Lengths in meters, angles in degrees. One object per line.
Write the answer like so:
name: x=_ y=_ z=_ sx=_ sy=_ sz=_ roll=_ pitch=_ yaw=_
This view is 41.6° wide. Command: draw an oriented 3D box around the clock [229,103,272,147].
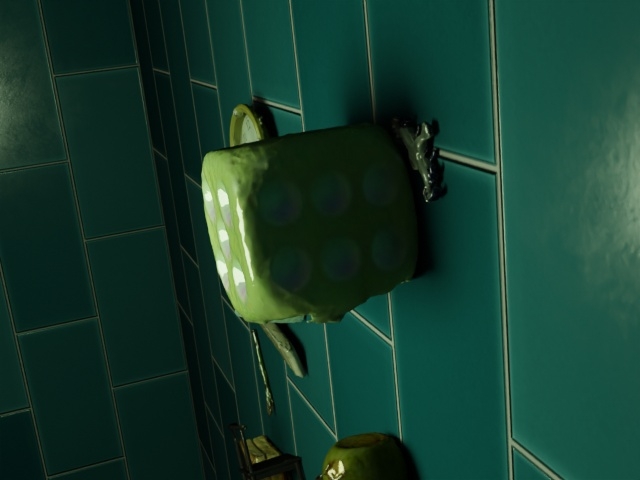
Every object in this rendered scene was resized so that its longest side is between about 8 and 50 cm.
clock: x=-0.134 y=-0.175 z=1.782 sx=0.237 sy=0.057 sz=0.237 roll=169 pitch=90 yaw=-70

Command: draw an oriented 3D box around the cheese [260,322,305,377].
cheese: x=-0.123 y=0.198 z=1.974 sx=0.085 sy=0.034 sz=0.400 roll=59 pitch=171 yaw=-28

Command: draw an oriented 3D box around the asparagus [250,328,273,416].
asparagus: x=-0.152 y=0.346 z=2.217 sx=0.023 sy=0.022 sz=0.232 roll=-20 pitch=76 yaw=28

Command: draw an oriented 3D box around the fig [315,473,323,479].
fig: x=-0.005 y=0.595 z=1.693 sx=0.190 sy=0.191 sz=0.290 roll=107 pitch=161 yaw=-56

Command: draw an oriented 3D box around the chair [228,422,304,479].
chair: x=-0.128 y=0.563 z=2.077 sx=0.154 sy=0.141 sz=0.260 roll=148 pitch=108 yaw=-71

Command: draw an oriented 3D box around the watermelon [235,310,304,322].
watermelon: x=-0.086 y=0.055 z=1.687 sx=0.094 sy=0.154 sz=0.241 roll=63 pitch=143 yaw=41

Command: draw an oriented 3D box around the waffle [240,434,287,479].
waffle: x=-0.140 y=0.699 z=2.285 sx=0.213 sy=0.091 sz=0.307 roll=-171 pitch=71 yaw=-72

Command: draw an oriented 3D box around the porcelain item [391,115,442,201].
porcelain item: x=0.127 y=-0.121 z=1.065 sx=0.075 sy=0.021 sz=0.136 roll=105 pitch=149 yaw=-54

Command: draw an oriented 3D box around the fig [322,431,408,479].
fig: x=0.069 y=0.377 z=1.359 sx=0.144 sy=0.154 sz=0.165 roll=10 pitch=158 yaw=32

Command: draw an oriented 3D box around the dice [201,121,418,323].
dice: x=-0.019 y=-0.027 z=1.203 sx=0.250 sy=0.252 sz=0.254 roll=-168 pitch=66 yaw=-72
